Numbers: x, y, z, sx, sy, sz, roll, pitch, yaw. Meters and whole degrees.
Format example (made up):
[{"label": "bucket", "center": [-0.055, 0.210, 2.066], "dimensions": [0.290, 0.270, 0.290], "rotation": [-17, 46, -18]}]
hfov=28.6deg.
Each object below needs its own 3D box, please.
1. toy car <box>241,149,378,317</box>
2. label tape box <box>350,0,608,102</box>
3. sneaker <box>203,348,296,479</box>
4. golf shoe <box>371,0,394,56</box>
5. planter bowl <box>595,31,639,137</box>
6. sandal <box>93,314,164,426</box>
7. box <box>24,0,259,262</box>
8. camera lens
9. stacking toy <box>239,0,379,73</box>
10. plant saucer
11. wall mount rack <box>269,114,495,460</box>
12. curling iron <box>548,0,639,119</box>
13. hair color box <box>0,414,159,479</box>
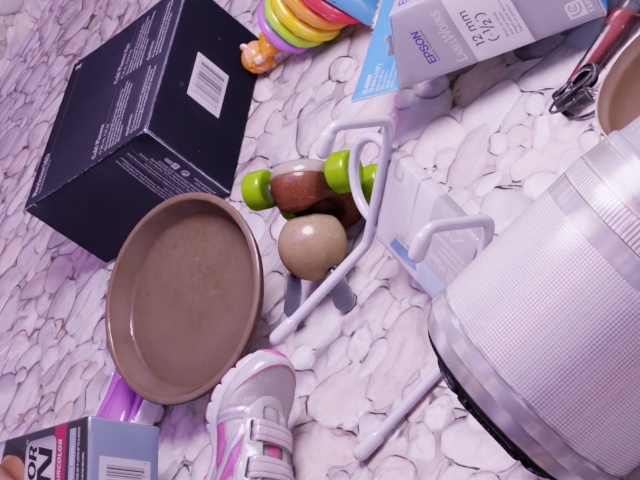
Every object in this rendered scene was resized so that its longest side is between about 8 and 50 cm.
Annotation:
[{"label": "toy car", "center": [0.000, 0.000, 1.556], "dimensions": [0.155, 0.149, 0.188], "rotation": [-11, 75, 33]}, {"label": "label tape box", "center": [0.182, -0.329, 1.540], "dimensions": [0.347, 0.115, 0.249], "rotation": [-15, 38, 31]}, {"label": "sneaker", "center": [-0.069, 0.248, 1.393], "dimensions": [0.111, 0.103, 0.252], "rotation": [11, 85, 49]}, {"label": "golf shoe", "center": [0.135, -0.327, 1.730], "dimensions": [0.086, 0.069, 0.176], "rotation": [15, 72, 51]}, {"label": "planter bowl", "center": [0.358, -0.127, 1.185], "dimensions": [0.162, 0.109, 0.162], "rotation": [-34, 37, 30]}, {"label": "sandal", "center": [-0.256, 0.133, 1.755], "dimensions": [0.169, 0.102, 0.416], "rotation": [-23, 45, 41]}, {"label": "box", "center": [-0.281, -0.190, 2.041], "dimensions": [0.312, 0.179, 0.343], "rotation": [-25, 41, 37]}, {"label": "camera lens", "center": [0.243, 0.056, 1.049], "dimensions": [0.274, 0.219, 0.219], "rotation": [-45, 32, 14]}, {"label": "stacking toy", "center": [-0.033, -0.347, 1.922], "dimensions": [0.302, 0.175, 0.166], "rotation": [-40, 30, 47]}, {"label": "plant saucer", "center": [-0.172, 0.076, 1.622], "dimensions": [0.278, 0.041, 0.278], "rotation": [-12, 71, 38]}, {"label": "wall mount rack", "center": [0.065, 0.046, 1.356], "dimensions": [0.350, 0.130, 0.304], "rotation": [51, 141, 44]}, {"label": "curling iron", "center": [0.345, -0.245, 1.390], "dimensions": [0.274, 0.035, 0.068], "rotation": [-54, 29, 1]}, {"label": "hair color box", "center": [-0.366, 0.355, 1.630], "dimensions": [0.374, 0.113, 0.185], "rotation": [-21, 62, 42]}]
